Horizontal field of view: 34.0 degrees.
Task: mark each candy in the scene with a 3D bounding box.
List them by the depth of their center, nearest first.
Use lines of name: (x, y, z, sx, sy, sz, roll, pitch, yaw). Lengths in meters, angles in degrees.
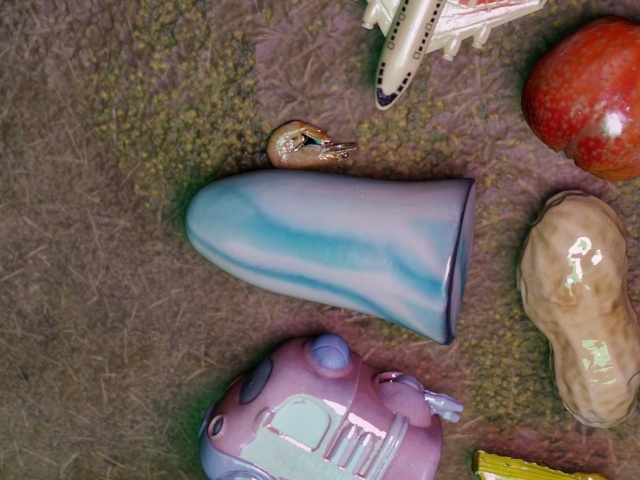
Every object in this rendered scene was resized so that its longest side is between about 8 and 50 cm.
candy: (0.276, 0.388, 1.348, 0.187, 0.081, 0.297, 7, 127, 9)

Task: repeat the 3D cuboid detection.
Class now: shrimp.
shrimp: (-0.012, -0.111, 1.200, 0.108, 0.023, 0.059, -10, 104, 16)

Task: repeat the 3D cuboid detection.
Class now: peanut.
peanut: (0.294, 0.083, 1.170, 0.130, 0.130, 0.290, -13, 111, 17)

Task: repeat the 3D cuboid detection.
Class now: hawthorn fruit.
hawthorn fruit: (0.304, -0.166, 1.046, 0.163, 0.162, 0.203, 33, 105, -5)

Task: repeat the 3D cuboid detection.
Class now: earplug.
earplug: (0.000, 0.000, 1.171, 0.324, 0.185, 0.185, 9, 117, 13)

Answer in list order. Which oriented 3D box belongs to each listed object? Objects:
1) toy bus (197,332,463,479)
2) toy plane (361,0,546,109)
toy bus: (0.013, 0.236, 1.275, 0.294, 0.197, 0.232, 29, 108, -2)
toy plane: (0.107, -0.248, 1.070, 0.229, 0.092, 0.244, 21, 119, -1)
